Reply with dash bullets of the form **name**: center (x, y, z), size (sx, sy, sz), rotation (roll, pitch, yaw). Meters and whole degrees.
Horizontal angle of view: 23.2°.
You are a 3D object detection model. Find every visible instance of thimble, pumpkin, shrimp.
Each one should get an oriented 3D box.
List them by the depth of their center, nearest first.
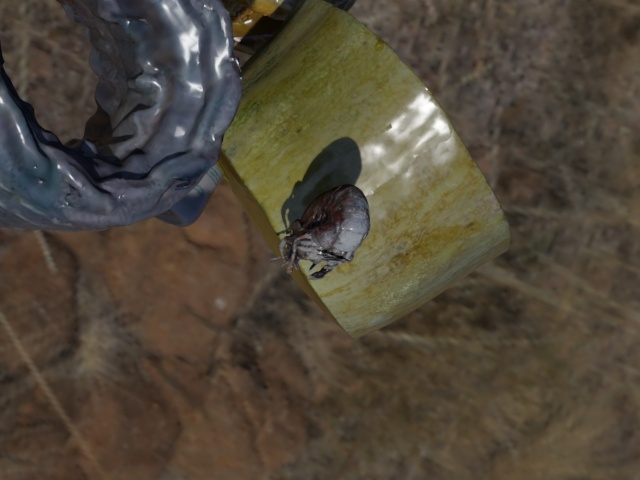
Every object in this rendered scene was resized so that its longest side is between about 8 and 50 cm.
- **thimble**: center (-0.172, -0.120, 1.006), size (0.205, 0.172, 0.236), rotation (-26, 103, -33)
- **shrimp**: center (0.000, 0.000, 1.268), size (0.165, 0.057, 0.065), rotation (129, -29, -58)
- **pumpkin**: center (0.015, -0.057, 1.530), size (0.199, 0.332, 0.332), rotation (-38, 138, -11)

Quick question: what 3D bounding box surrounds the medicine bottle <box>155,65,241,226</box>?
- **medicine bottle**: center (-0.176, -0.138, 2.062), size (0.215, 0.135, 0.135), rotation (-61, 144, -13)

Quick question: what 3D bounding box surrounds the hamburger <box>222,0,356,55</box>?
- **hamburger**: center (-0.078, -0.362, 1.817), size (0.318, 0.318, 0.158), rotation (-49, 171, -22)
